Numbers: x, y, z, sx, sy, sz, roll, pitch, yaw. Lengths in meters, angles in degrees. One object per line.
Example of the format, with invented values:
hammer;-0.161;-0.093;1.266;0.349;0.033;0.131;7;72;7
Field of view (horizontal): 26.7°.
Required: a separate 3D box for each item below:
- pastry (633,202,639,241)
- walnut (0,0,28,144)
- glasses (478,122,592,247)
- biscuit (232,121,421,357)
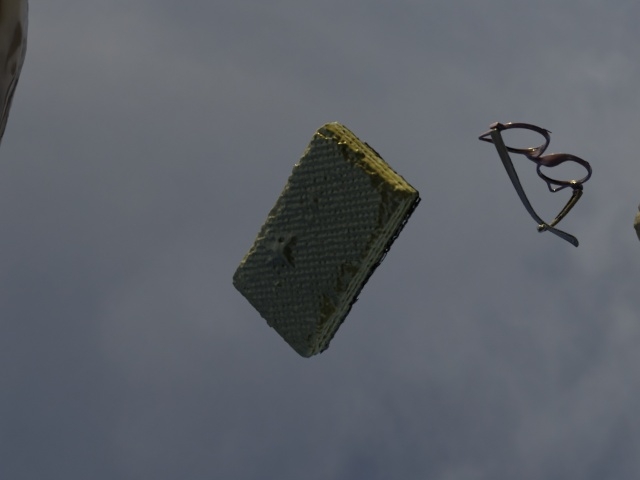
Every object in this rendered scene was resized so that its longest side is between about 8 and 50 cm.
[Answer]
pastry;0.481;-0.014;1.622;0.182;0.093;0.192;-10;-155;-16
walnut;-0.280;-0.095;0.575;0.306;0.306;0.344;5;-79;-26
glasses;0.206;-0.039;1.273;0.140;0.062;0.103;29;-122;-38
biscuit;0.000;0.000;1.254;0.040;0.199;0.121;-5;-137;-50
